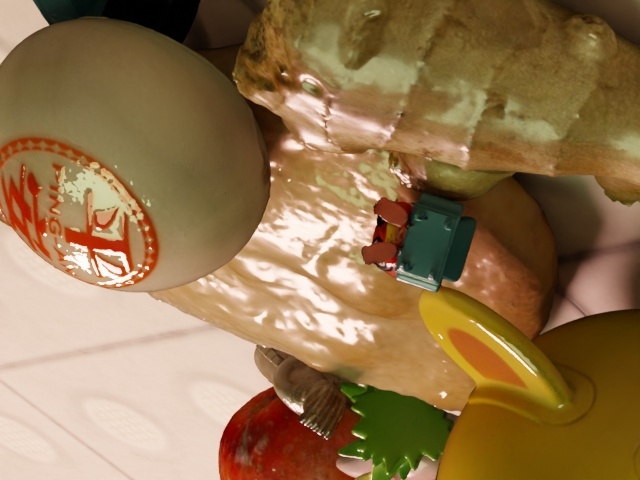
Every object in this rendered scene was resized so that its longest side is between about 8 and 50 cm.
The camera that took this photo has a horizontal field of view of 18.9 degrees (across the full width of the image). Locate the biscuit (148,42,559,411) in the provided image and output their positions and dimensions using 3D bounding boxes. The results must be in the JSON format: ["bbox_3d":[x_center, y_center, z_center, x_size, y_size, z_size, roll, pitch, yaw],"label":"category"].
[{"bbox_3d":[-0.001,0.001,1.624,0.429,0.104,0.446,28,153,-1],"label":"biscuit"}]

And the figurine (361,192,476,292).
[{"bbox_3d":[0.073,-0.001,1.402,0.075,0.068,0.140,15,-178,6],"label":"figurine"}]

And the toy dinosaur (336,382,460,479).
[{"bbox_3d":[0.103,0.193,1.864,0.194,0.152,0.177,-21,142,4],"label":"toy dinosaur"}]

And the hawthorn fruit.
[{"bbox_3d":[-0.027,0.228,1.979,0.173,0.173,0.173,22,152,12],"label":"hawthorn fruit"}]

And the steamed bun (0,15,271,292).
[{"bbox_3d":[-0.158,-0.049,1.444,0.232,0.145,0.232,21,146,15],"label":"steamed bun"}]

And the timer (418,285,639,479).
[{"bbox_3d":[0.240,0.203,1.483,0.376,0.376,0.387,14,156,25],"label":"timer"}]

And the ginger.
[{"bbox_3d":[0.124,-0.077,1.306,0.375,0.166,0.236,33,129,6],"label":"ginger"}]

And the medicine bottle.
[{"bbox_3d":[-0.191,-0.237,1.412,0.124,0.079,0.258,10,148,33],"label":"medicine bottle"}]

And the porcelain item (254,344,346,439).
[{"bbox_3d":[-0.013,0.138,1.827,0.084,0.054,0.213,34,-179,-14],"label":"porcelain item"}]

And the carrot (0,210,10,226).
[{"bbox_3d":[-0.303,-0.051,1.864,0.314,0.066,0.066,37,152,-24],"label":"carrot"}]
